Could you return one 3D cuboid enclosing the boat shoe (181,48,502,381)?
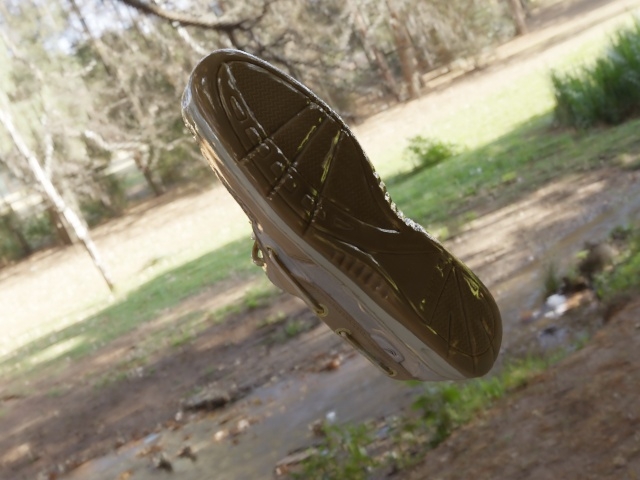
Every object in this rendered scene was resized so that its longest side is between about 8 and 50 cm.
[{"bbox_3d":[0.000,0.000,0.358,0.059,0.170,0.063,-30,17,46],"label":"boat shoe"}]
